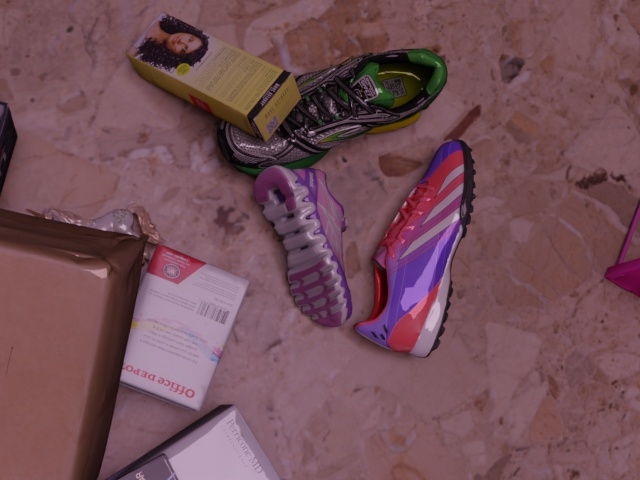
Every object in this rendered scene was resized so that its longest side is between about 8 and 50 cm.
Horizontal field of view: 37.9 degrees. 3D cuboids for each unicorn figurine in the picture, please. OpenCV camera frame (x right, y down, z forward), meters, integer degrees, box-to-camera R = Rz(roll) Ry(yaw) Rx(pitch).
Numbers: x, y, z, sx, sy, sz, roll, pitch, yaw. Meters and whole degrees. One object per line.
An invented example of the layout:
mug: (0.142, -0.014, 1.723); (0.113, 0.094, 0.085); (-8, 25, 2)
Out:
unicorn figurine: (-0.297, -0.005, 1.225); (0.161, 0.060, 0.111); (-21, 85, -33)

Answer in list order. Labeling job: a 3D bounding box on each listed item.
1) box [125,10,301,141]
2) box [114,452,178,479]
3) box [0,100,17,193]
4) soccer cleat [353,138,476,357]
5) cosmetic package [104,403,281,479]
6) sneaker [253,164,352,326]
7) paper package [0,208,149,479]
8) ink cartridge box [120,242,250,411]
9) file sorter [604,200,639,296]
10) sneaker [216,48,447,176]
box: (-0.145, -0.220, 1.239); (0.232, 0.058, 0.087); (28, 72, 23)
box: (-0.190, 0.297, 1.070); (0.067, 0.018, 0.083); (-26, 86, -17)
box: (-0.529, -0.110, 1.136); (0.270, 0.143, 0.165); (14, 78, -12)
soccer cleat: (0.136, -0.001, 1.304); (0.116, 0.108, 0.319); (15, 79, -7)
cosmetic package: (-0.148, 0.356, 1.152); (0.224, 0.138, 0.224); (-32, 89, -18)
sneaker: (0.000, 0.000, 1.280); (0.104, 0.095, 0.237); (-24, 96, -46)
paper package: (-0.377, 0.128, 1.015); (0.309, 0.168, 0.325); (13, 102, -1)
ink cartridge box: (-0.186, 0.116, 1.188); (0.128, 0.127, 0.176); (24, 76, -8)
file sorter: (0.619, 0.030, 1.365); (0.290, 0.202, 0.182); (28, 73, -8)
sneaker: (0.016, -0.194, 1.284); (0.343, 0.146, 0.134); (-24, 87, -15)
